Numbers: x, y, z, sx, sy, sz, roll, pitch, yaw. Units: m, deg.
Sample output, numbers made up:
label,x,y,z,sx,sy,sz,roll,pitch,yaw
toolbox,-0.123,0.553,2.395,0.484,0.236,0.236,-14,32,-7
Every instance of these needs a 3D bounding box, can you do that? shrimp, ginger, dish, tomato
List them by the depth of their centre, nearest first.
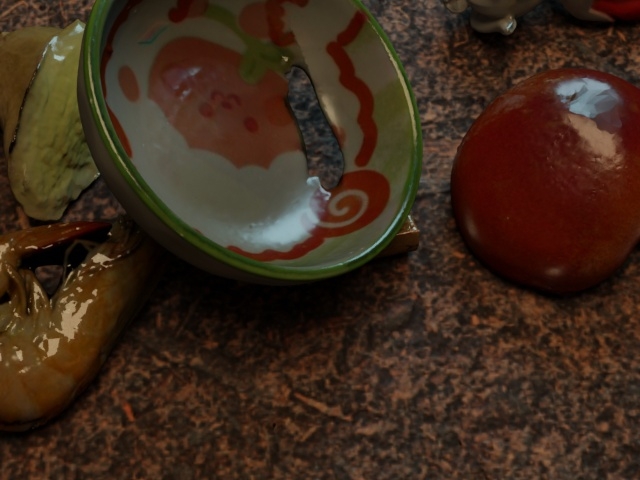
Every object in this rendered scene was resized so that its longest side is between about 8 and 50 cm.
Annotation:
label,x,y,z,sx,sy,sz,roll,pitch,yaw
shrimp,-0.221,0.033,1.202,0.152,0.063,0.287,43,64,-14
dish,-0.076,-0.100,1.226,0.324,0.124,0.324,14,63,-29
tomato,0.233,-0.077,1.293,0.233,0.139,0.200,-39,62,-24
ginger,-0.271,-0.113,1.313,0.122,0.115,0.193,3,63,23

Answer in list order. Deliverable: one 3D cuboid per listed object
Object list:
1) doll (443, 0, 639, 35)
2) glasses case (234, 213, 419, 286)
label,x,y,z,sx,sy,sz,roll,pitch,yaw
doll,0.306,-0.301,1.423,0.384,0.188,0.099,-20,30,-3
glasses case,0.000,0.000,1.285,0.170,0.041,0.065,-12,46,-11
